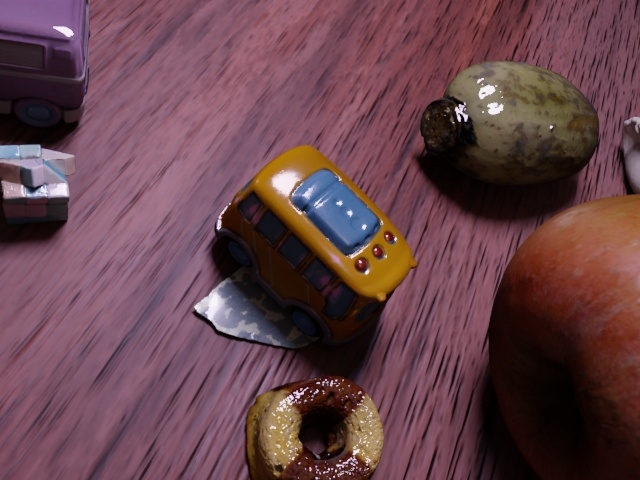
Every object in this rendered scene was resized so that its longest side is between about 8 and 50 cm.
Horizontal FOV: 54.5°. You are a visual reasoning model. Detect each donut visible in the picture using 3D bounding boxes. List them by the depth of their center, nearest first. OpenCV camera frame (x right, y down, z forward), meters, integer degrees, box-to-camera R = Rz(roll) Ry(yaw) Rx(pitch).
[{"bbox_3d":[-0.004,0.193,0.609,0.140,0.059,0.140,9,61,-17],"label":"donut"}]

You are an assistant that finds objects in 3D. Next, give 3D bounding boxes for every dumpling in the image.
[{"bbox_3d":[0.553,-0.106,0.959,0.124,0.151,0.229,-35,77,-6],"label":"dumpling"}]

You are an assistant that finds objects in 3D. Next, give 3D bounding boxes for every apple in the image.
[{"bbox_3d":[0.346,0.119,0.616,0.305,0.338,0.338,-12,65,-13],"label":"apple"}]

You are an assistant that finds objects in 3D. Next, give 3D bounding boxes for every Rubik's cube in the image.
[{"bbox_3d":[-0.291,-0.064,0.632,0.075,0.084,0.073,3,63,-39],"label":"Rubik's cube"}]

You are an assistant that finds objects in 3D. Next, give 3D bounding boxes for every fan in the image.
[{"bbox_3d":[-0.027,0.054,0.710,0.240,0.009,0.131,-20,70,-31],"label":"fan"}]

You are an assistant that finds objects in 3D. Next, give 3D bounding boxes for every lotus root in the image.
[{"bbox_3d":[0.292,-0.164,0.887,0.309,0.173,0.173,-5,63,-32],"label":"lotus root"}]

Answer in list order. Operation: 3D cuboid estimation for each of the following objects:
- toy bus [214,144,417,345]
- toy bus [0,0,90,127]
[{"bbox_3d":[0.000,0.000,0.664,0.209,0.136,0.126,46,56,4],"label":"toy bus"},{"bbox_3d":[-0.353,-0.219,0.660,0.203,0.142,0.142,3,60,-21],"label":"toy bus"}]
